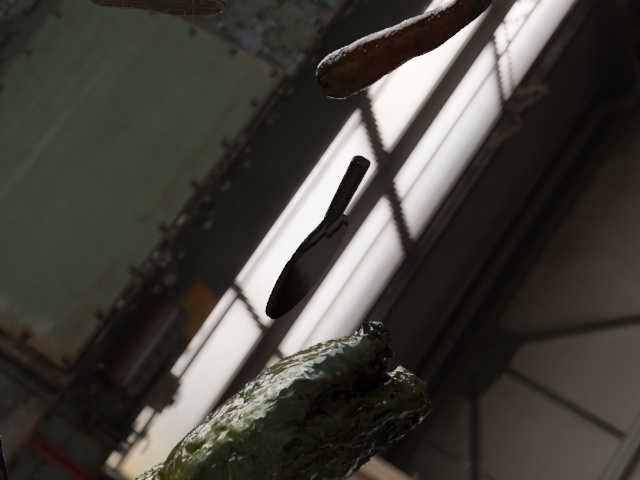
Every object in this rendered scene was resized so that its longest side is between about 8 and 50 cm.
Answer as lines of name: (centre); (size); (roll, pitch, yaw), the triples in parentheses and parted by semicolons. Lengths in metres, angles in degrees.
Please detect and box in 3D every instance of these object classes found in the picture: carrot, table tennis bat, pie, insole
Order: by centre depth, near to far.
carrot: (0.079, -0.187, 1.262); (0.191, 0.047, 0.047); (-26, -50, 23)
table tennis bat: (0.000, 0.000, 1.564); (0.022, 0.131, 0.234); (37, -56, 15)
pie: (-0.069, 0.272, 1.749); (0.180, 0.418, 0.395); (58, -23, 4)
insole: (-0.228, -0.332, 1.885); (0.193, 0.006, 0.065); (4, -18, -2)

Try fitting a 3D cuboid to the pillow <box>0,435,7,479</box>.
pillow: (-0.341, 0.128, 1.209); (0.141, 0.055, 0.208); (-5, -78, 49)
